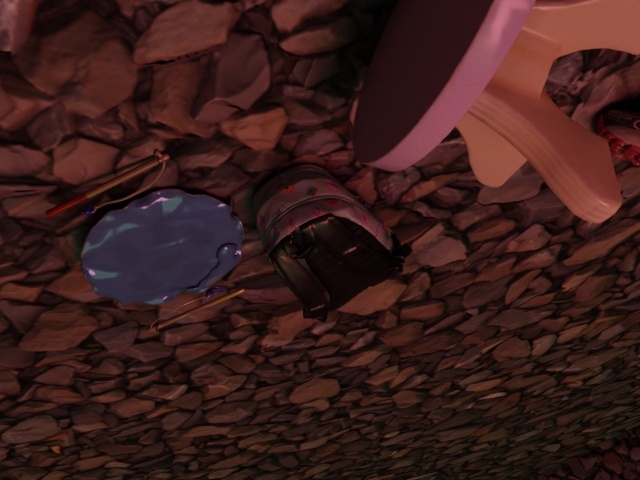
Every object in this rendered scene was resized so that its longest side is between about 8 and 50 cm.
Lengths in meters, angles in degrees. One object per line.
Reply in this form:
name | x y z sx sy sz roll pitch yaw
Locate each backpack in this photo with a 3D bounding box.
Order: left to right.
backpack | 0.000 0.000 0.779 0.152 0.115 0.182 -38 143 9

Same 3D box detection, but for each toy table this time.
toy table | 0.151 -0.142 0.540 0.160 0.252 0.274 14 157 -17

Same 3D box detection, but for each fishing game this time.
fishing game | -0.179 0.006 0.776 0.189 0.041 0.264 -26 142 0

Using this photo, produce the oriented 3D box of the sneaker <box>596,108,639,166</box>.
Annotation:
sneaker | 0.474 -0.129 0.769 0.299 0.112 0.121 4 -178 18
